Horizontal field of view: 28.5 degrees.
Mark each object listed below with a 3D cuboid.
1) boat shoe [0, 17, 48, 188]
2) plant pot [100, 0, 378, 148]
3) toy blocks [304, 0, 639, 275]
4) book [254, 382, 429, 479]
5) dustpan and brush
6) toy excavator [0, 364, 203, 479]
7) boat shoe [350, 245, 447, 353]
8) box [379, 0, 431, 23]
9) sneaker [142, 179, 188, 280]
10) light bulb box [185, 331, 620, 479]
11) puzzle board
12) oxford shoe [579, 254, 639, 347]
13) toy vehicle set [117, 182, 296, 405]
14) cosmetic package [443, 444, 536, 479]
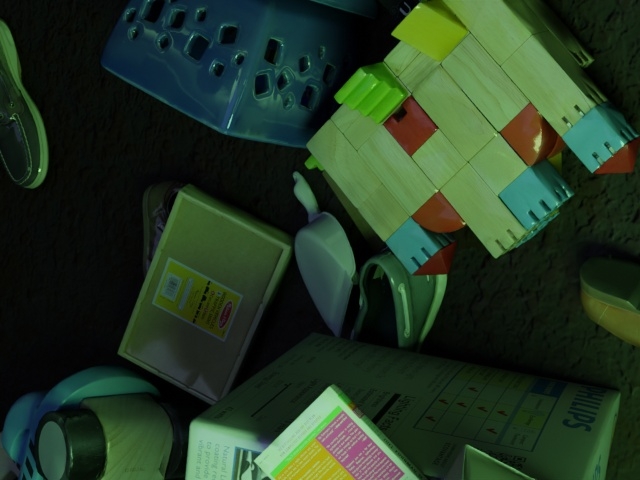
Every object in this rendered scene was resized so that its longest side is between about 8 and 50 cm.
[{"bbox_3d":[-0.499,-0.212,1.932,0.103,0.092,0.285,-24,80,39],"label":"boat shoe"},{"bbox_3d":[-0.084,-0.251,1.504,0.236,0.236,0.212,31,107,32],"label":"plant pot"},{"bbox_3d":[0.170,-0.104,1.361,0.261,0.190,0.381,52,124,9],"label":"toy blocks"},{"bbox_3d":[0.028,0.207,1.081,0.144,0.035,0.096,46,105,7],"label":"book"},{"bbox_3d":[0.000,0.000,1.561,0.211,0.060,0.147,55,156,26],"label":"dustpan and brush"},{"bbox_3d":[-0.394,0.337,1.869,0.445,0.222,0.433,37,118,46],"label":"toy excavator"},{"bbox_3d":[0.061,0.152,1.510,0.116,0.099,0.320,26,111,34],"label":"boat shoe"},{"bbox_3d":[0.114,-0.277,1.445,0.083,0.052,0.062,53,123,23],"label":"box"},{"bbox_3d":[-0.201,0.011,1.730,0.071,0.066,0.188,-9,90,39],"label":"sneaker"},{"bbox_3d":[0.091,0.266,1.273,0.361,0.358,0.225,10,103,17],"label":"light bulb box"},{"bbox_3d":[0.065,-0.063,1.539,0.096,0.011,0.128,-46,68,32],"label":"puzzle board"},{"bbox_3d":[0.362,0.089,1.289,0.212,0.076,0.076,29,143,31],"label":"oxford shoe"},{"bbox_3d":[-0.153,0.077,1.677,0.166,0.035,0.267,28,114,8],"label":"toy vehicle set"},{"bbox_3d":[0.111,0.343,1.022,0.160,0.113,0.309,29,104,-1],"label":"cosmetic package"}]
